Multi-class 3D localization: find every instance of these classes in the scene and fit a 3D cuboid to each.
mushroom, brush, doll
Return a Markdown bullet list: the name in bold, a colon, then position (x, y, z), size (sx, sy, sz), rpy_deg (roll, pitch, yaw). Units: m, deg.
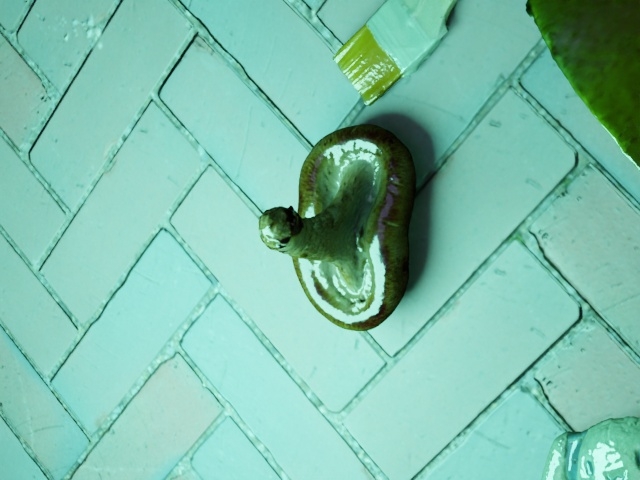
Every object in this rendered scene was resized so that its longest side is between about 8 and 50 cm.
- **mushroom**: position (0.000, 0.000, 1.199), size (0.148, 0.217, 0.227), rpy_deg (4, 103, 31)
- **brush**: position (0.141, -0.270, 1.172), size (0.336, 0.020, 0.085), rpy_deg (-42, 77, 31)
- **doll**: position (0.307, 0.225, 1.144), size (0.214, 0.071, 0.104), rpy_deg (-19, 78, 42)

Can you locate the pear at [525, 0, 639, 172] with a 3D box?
- **pear**: position (0.347, -0.094, 0.863), size (0.165, 0.399, 0.399), rpy_deg (-43, 77, 25)
